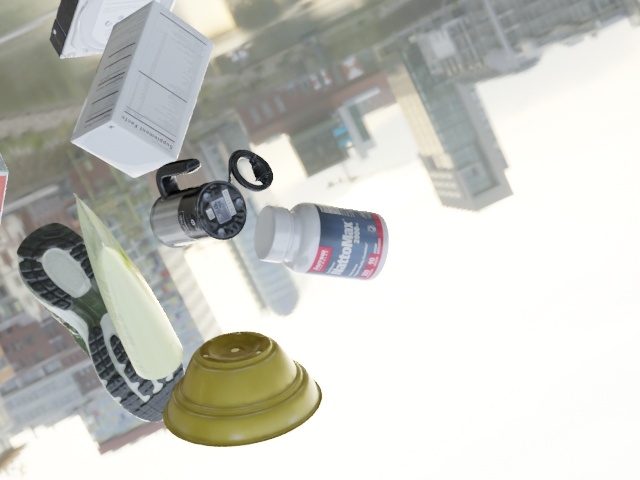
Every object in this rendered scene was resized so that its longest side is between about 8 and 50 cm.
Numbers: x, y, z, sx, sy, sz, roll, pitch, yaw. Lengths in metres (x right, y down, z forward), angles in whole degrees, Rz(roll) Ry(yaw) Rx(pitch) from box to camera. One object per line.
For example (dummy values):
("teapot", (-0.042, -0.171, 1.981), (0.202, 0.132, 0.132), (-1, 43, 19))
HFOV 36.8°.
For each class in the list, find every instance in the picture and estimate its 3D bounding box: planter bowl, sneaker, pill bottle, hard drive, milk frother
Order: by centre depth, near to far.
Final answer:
("planter bowl", (-0.109, 0.181, 1.287), (0.217, 0.090, 0.217), (-5, -159, 2))
("milk frother", (-0.155, -0.060, 1.389), (0.143, 0.129, 0.135), (-7, 180, -39))
("pill bottle", (0.000, 0.000, 1.415), (0.180, 0.107, 0.108), (7, 174, -25))
("sneaker", (-0.397, 0.154, 1.768), (0.158, 0.410, 0.182), (-36, -177, -20))
("hard drive", (-0.381, -0.503, 1.889), (0.237, 0.064, 0.339), (-18, 156, -39))

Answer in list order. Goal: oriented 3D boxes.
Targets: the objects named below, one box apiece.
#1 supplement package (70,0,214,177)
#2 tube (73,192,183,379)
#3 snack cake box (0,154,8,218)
("supplement package", (-0.298, -0.252, 1.618), (0.134, 0.139, 0.244), (-15, -127, 46))
("tube", (-0.210, 0.059, 1.046), (0.070, 0.240, 0.062), (7, -132, 22))
("snack cake box", (-0.546, -0.005, 1.367), (0.152, 0.264, 0.089), (1, -150, -32))
